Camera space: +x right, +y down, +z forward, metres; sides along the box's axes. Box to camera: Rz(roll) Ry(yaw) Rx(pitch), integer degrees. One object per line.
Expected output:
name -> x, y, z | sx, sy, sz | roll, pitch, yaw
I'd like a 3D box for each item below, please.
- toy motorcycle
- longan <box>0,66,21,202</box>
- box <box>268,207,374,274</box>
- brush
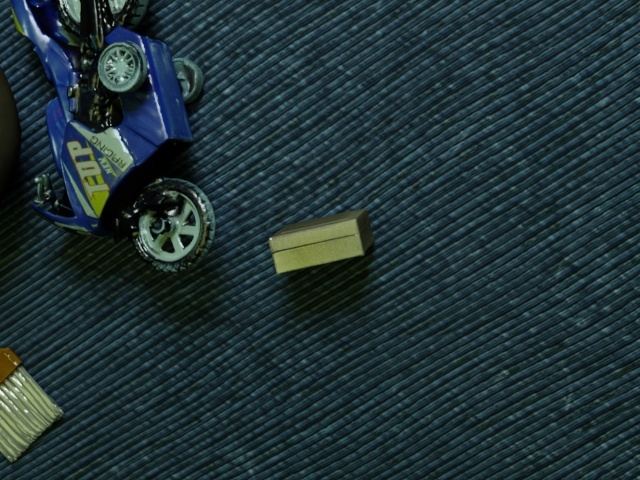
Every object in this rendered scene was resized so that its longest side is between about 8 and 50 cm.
toy motorcycle -> -0.196, -0.112, 0.889 | 0.169, 0.113, 0.315 | -18, 86, 21
longan -> -0.394, -0.102, 0.861 | 0.258, 0.258, 0.257 | 1, 98, 10
box -> 0.000, 0.000, 0.882 | 0.083, 0.079, 0.035 | -13, 97, 12
brush -> -0.385, 0.081, 0.997 | 0.090, 0.017, 0.314 | -43, 88, 13
